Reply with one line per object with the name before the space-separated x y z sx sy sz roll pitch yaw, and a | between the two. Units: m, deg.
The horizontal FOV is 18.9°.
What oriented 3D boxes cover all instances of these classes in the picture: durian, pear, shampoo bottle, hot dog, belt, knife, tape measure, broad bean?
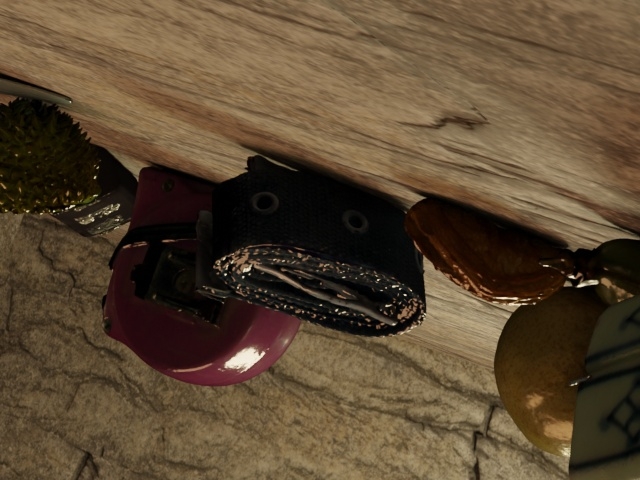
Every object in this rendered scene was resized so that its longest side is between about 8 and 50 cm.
durian | -0.307 -0.098 1.961 0.137 0.096 0.220 -10 -159 -20
pear | 0.247 0.125 1.844 0.136 0.167 0.167 -18 149 40
shampoo bottle | -0.281 -0.054 2.422 0.071 0.098 0.309 64 180 6
hot dog | 0.137 0.013 1.629 0.147 0.065 0.099 19 -175 -9
belt | 0.000 0.001 1.771 0.218 0.128 0.122 20 138 -25
knife | -0.354 -0.163 1.947 0.260 0.035 0.063 8 162 40
tape measure | -0.141 0.047 2.223 0.245 0.232 0.149 13 173 28
broad bean | 0.315 0.062 1.434 0.339 0.061 0.077 23 -178 -20

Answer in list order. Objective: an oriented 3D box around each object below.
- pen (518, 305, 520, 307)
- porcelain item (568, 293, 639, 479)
pen | 0.215 0.061 2.079 0.204 0.025 0.025 24 174 -34
porcelain item | 0.331 0.126 1.287 0.285 0.157 0.281 21 161 -16
